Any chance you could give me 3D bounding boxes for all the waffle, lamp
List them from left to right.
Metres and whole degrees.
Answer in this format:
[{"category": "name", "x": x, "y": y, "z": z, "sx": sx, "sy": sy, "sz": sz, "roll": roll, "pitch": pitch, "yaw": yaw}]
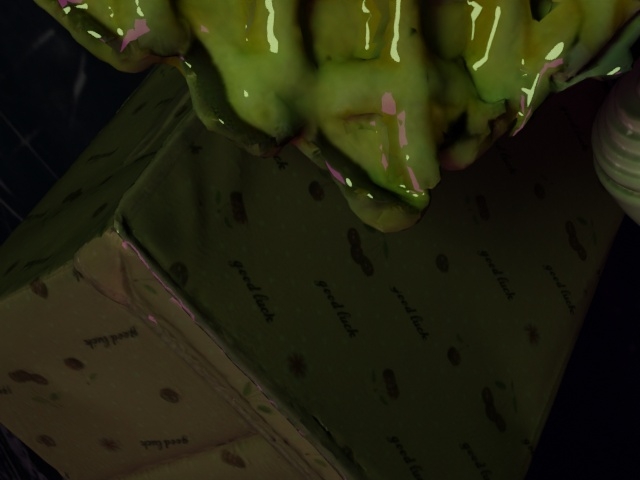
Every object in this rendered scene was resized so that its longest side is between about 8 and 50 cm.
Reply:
[{"category": "waffle", "x": 0.023, "y": -0.182, "z": 0.426, "sx": 0.297, "sy": 0.317, "sz": 0.073, "roll": 46, "pitch": 173, "yaw": -8}, {"category": "lamp", "x": 0.208, "y": -0.019, "z": 0.590, "sx": 0.106, "sy": 0.106, "sz": 0.193, "roll": -9, "pitch": 133, "yaw": 37}]

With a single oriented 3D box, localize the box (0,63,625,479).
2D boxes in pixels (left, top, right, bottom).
[{"category": "box", "x": 0.000, "y": 0.000, "z": 0.585, "sx": 0.225, "sy": 0.297, "sz": 0.190, "roll": 47, "pitch": 140, "yaw": -18}]
